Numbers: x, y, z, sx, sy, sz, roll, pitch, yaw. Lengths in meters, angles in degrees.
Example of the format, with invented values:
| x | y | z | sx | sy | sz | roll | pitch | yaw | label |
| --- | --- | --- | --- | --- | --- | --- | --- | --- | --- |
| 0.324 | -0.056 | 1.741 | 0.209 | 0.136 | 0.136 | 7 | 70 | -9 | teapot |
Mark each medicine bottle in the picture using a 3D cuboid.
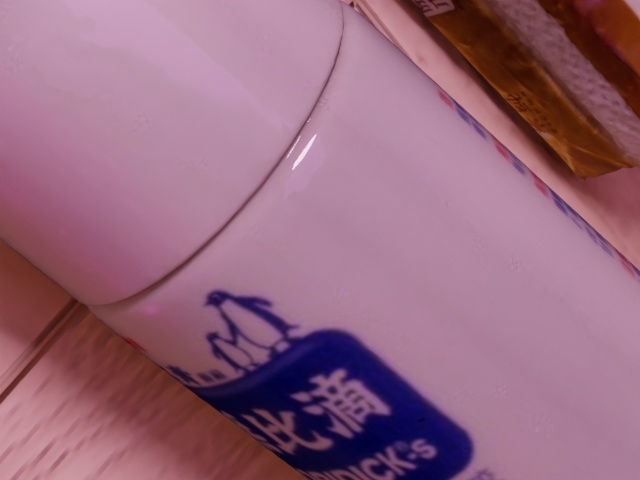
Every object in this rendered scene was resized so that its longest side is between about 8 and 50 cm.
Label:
| x | y | z | sx | sy | sz | roll | pitch | yaw | label |
| --- | --- | --- | --- | --- | --- | --- | --- | --- | --- |
| 0.000 | 0.000 | 0.630 | 0.341 | 0.130 | 0.130 | 41 | 64 | -24 | medicine bottle |

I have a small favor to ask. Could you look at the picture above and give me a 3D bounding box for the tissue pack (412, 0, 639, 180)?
| x | y | z | sx | sy | sz | roll | pitch | yaw | label |
| --- | --- | --- | --- | --- | --- | --- | --- | --- | --- |
| 0.095 | -0.164 | 0.738 | 0.226 | 0.092 | 0.183 | 42 | 63 | -21 | tissue pack |
